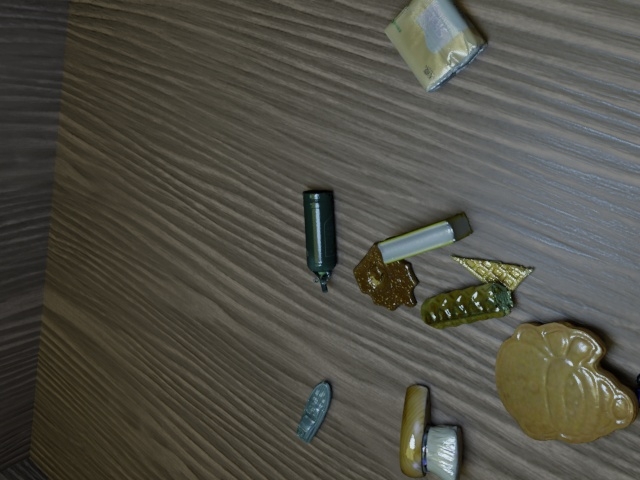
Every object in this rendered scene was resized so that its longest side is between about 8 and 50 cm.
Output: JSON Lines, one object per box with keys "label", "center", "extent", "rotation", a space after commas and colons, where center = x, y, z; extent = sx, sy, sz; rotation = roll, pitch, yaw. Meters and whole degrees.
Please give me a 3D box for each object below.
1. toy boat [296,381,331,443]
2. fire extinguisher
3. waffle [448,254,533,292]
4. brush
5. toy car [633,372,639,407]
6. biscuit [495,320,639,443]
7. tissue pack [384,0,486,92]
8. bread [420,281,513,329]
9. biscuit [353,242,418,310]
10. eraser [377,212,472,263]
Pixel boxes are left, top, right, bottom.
{"label": "toy boat", "center": [-0.022, 0.585, 1.896], "extent": [0.078, 0.085, 0.261], "rotation": [32, 116, 25]}
{"label": "fire extinguisher", "center": [0.000, 0.000, 1.742], "extent": [0.095, 0.114, 0.312], "rotation": [-5, 102, -11]}
{"label": "waffle", "center": [0.454, 0.057, 1.490], "extent": [0.191, 0.032, 0.125], "rotation": [43, 123, 17]}
{"label": "brush", "center": [0.325, 0.561, 1.621], "extent": [0.166, 0.174, 0.267], "rotation": [-2, 83, 21]}
{"label": "toy car", "center": [0.818, 0.342, 1.230], "extent": [0.172, 0.158, 0.235], "rotation": [41, 122, 19]}
{"label": "biscuit", "center": [0.595, 0.357, 1.399], "extent": [0.351, 0.057, 0.312], "rotation": [-15, 88, 50]}
{"label": "tissue pack", "center": [0.295, -0.523, 1.437], "extent": [0.186, 0.090, 0.222], "rotation": [-37, 79, 36]}
{"label": "bread", "center": [0.386, 0.182, 1.514], "extent": [0.269, 0.098, 0.087], "rotation": [-23, 49, 45]}
{"label": "biscuit", "center": [0.207, 0.121, 1.672], "extent": [0.215, 0.034, 0.182], "rotation": [45, 122, 15]}
{"label": "eraser", "center": [0.284, -0.006, 1.516], "extent": [0.226, 0.158, 0.069], "rotation": [-20, 91, 35]}
